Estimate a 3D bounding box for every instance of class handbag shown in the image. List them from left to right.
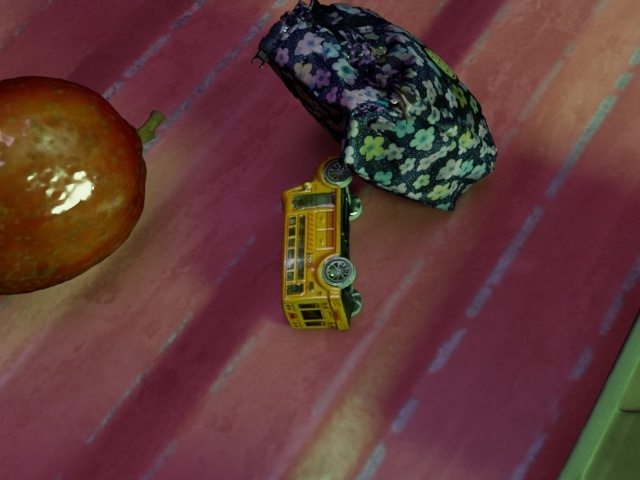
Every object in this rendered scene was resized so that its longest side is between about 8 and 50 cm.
[{"bbox_3d":[0.057,-0.135,0.863,0.127,0.229,0.207,-46,59,20],"label":"handbag"}]

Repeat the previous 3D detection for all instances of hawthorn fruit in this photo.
[{"bbox_3d":[-0.256,-0.065,0.867,0.253,0.205,0.205,-29,58,-16],"label":"hawthorn fruit"}]

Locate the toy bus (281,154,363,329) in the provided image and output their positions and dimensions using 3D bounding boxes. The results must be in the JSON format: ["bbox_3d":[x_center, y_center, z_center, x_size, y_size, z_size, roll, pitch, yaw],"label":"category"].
[{"bbox_3d":[0.000,0.000,0.862,0.074,0.069,0.162,-4,58,8],"label":"toy bus"}]

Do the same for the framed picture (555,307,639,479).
[{"bbox_3d":[0.432,0.153,0.646,0.446,0.028,0.326,28,66,17],"label":"framed picture"}]
